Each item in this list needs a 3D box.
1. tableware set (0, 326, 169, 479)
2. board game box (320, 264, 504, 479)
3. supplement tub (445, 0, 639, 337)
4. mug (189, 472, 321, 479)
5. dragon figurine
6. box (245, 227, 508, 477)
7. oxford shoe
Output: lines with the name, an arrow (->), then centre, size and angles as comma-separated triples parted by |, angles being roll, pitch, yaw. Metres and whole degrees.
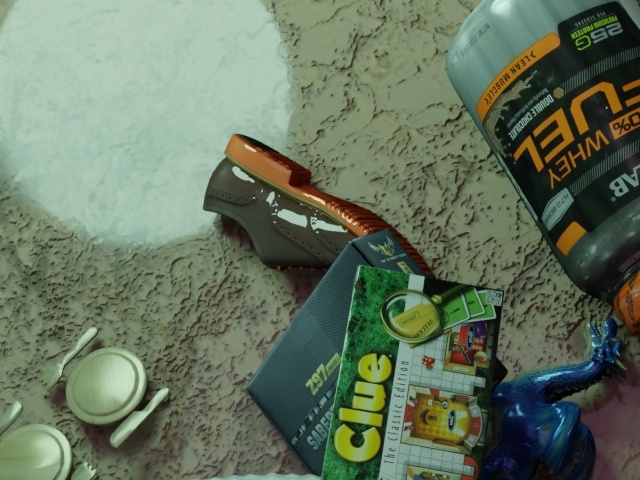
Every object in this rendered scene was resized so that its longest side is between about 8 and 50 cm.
tableware set -> -0.248, 0.192, 1.779 | 0.128, 0.039, 0.194 | 37, 75, 30
board game box -> 0.076, 0.151, 1.517 | 0.136, 0.030, 0.259 | 9, 63, 2
supplement tub -> 0.282, -0.090, 1.695 | 0.207, 0.207, 0.338 | -29, 70, -1
mug -> -0.036, 0.390, 1.575 | 0.328, 0.276, 0.374 | -7, 94, -5
dragon figurine -> 0.208, 0.195, 1.666 | 0.144, 0.085, 0.289 | 5, 62, 21
box -> 0.047, 0.132, 1.666 | 0.183, 0.059, 0.232 | 51, 129, 20
oxford shoe -> 0.000, 0.000, 1.785 | 0.271, 0.097, 0.098 | 35, 100, 22
